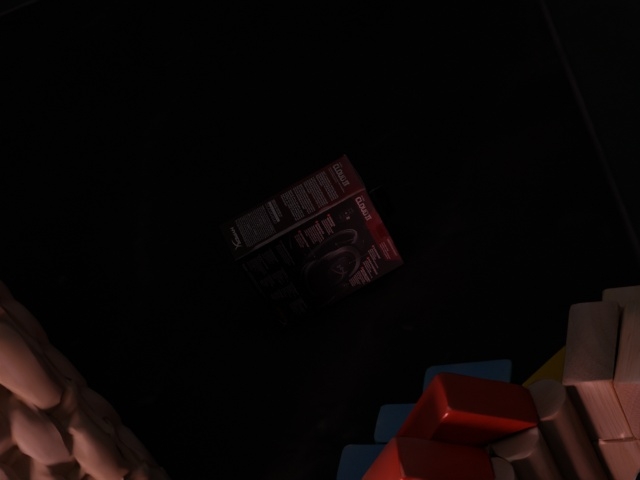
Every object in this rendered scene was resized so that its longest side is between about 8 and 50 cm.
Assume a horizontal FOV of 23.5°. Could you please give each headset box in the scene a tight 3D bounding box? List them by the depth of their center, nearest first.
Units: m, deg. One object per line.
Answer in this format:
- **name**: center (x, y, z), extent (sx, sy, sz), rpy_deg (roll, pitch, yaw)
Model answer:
- **headset box**: center (0.000, 0.000, 0.789), extent (0.083, 0.062, 0.032), rpy_deg (-30, 44, 1)

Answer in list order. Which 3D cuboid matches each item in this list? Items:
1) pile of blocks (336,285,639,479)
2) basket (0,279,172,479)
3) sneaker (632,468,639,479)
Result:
- **pile of blocks**: center (0.018, 0.121, 0.633), extent (0.362, 0.113, 0.149), rpy_deg (-44, 45, -15)
- **basket**: center (-0.282, 0.098, 0.659), extent (0.328, 0.331, 0.266), rpy_deg (-45, 47, -15)
- **sneaker**: center (0.148, 0.127, 0.441), extent (0.079, 0.121, 0.217), rpy_deg (-19, 51, 0)
